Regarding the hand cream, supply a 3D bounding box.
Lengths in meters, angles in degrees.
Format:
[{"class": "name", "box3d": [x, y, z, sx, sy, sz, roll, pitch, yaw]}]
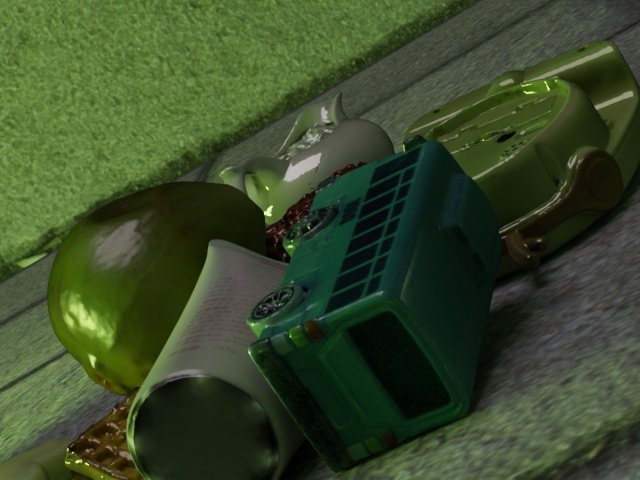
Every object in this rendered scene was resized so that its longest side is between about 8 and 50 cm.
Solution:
[{"class": "hand cream", "box3d": [-0.050, 0.092, 1.440, 0.359, 0.185, 0.118, -56, -18, -66]}]

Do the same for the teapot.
[{"class": "teapot", "box3d": [-0.019, -0.075, 2.141, 0.208, 0.166, 0.299, -13, 8, 28]}]

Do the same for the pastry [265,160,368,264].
[{"class": "pastry", "box3d": [-0.002, 0.000, 1.849, 0.115, 0.097, 0.208, -16, 18, 37]}]

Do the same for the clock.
[{"class": "clock", "box3d": [0.157, -0.050, 1.559, 0.235, 0.096, 0.308, -21, 22, 28]}]

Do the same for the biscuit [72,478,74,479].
[{"class": "biscuit", "box3d": [-0.226, 0.218, 1.616, 0.099, 0.038, 0.322, -35, 9, -39]}]

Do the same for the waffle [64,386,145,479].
[{"class": "waffle", "box3d": [-0.125, 0.161, 1.467, 0.102, 0.042, 0.148, 17, 40, 34]}]

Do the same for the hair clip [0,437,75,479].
[{"class": "hair clip", "box3d": [-0.287, 0.244, 1.495, 0.218, 0.071, 0.159, -43, 16, -25]}]

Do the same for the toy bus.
[{"class": "toy bus", "box3d": [0.051, 0.037, 1.328, 0.147, 0.128, 0.256, -24, 22, 25]}]

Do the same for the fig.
[{"class": "fig", "box3d": [-0.154, 0.042, 1.705, 0.207, 0.207, 0.230, -23, 47, 42]}]
